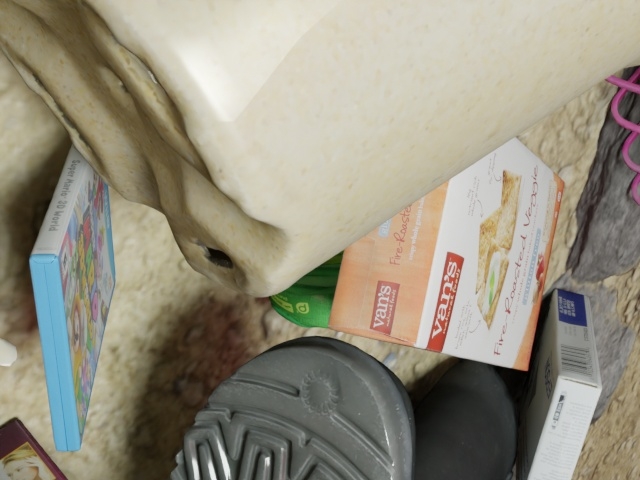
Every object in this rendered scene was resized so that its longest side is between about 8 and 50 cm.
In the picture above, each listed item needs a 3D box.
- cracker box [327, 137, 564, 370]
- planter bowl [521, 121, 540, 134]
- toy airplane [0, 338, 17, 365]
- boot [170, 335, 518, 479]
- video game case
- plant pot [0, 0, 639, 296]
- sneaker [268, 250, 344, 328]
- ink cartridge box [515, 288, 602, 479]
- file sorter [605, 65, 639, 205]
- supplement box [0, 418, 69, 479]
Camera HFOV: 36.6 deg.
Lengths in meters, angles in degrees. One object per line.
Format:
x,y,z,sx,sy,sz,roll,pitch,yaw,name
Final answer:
0.099,0.003,0.675,0.232,0.067,0.156,19,82,-59,cracker box
0.116,-0.140,0.718,0.162,0.109,0.162,-23,127,-34,planter bowl
-0.203,0.162,0.383,0.272,0.384,0.386,9,106,-36,toy airplane
0.066,0.189,0.753,0.445,0.146,0.367,-19,128,-57,boot
-0.134,0.018,0.543,0.015,0.166,0.119,-1,120,-4,video game case
0.015,-0.149,0.447,0.305,0.333,0.334,-41,136,-17,plant pot
0.000,0.000,0.689,0.295,0.109,0.124,33,86,-49,sneaker
0.231,0.190,0.989,0.223,0.045,0.224,-57,158,-69,ink cartridge box
0.393,-0.152,0.924,0.202,0.182,0.291,-48,139,-12,file sorter
-0.175,0.210,0.585,0.104,0.188,0.081,-33,135,-25,supplement box
